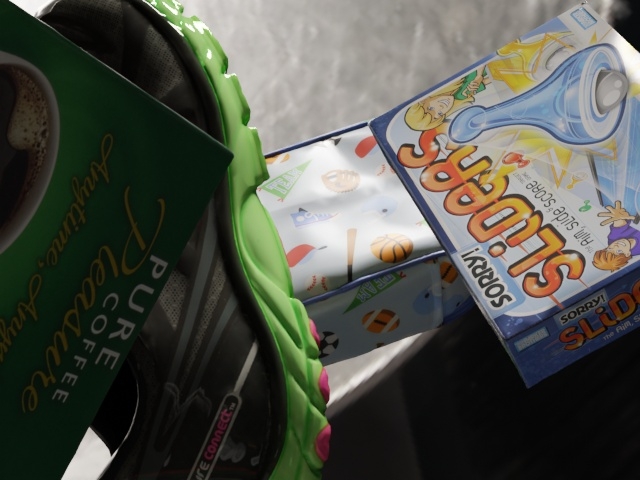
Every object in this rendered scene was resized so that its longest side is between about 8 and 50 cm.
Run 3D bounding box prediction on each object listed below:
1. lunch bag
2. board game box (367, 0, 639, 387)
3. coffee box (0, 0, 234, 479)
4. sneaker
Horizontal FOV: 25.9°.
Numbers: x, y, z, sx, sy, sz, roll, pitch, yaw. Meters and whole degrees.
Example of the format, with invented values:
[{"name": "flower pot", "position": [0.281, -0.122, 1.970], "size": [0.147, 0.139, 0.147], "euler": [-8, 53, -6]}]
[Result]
[{"name": "lunch bag", "position": [0.000, 0.000, 1.350], "size": [0.303, 0.115, 0.243], "euler": [-17, 45, -13]}, {"name": "board game box", "position": [0.116, -0.031, 0.677], "size": [0.035, 0.136, 0.201], "euler": [59, 2, -37]}, {"name": "coffee box", "position": [-0.105, -0.010, 0.316], "size": [0.040, 0.113, 0.184], "euler": [24, -3, 35]}, {"name": "sneaker", "position": [-0.144, -0.007, 0.990], "size": [0.202, 0.185, 0.482], "euler": [-7, 55, -22]}]
